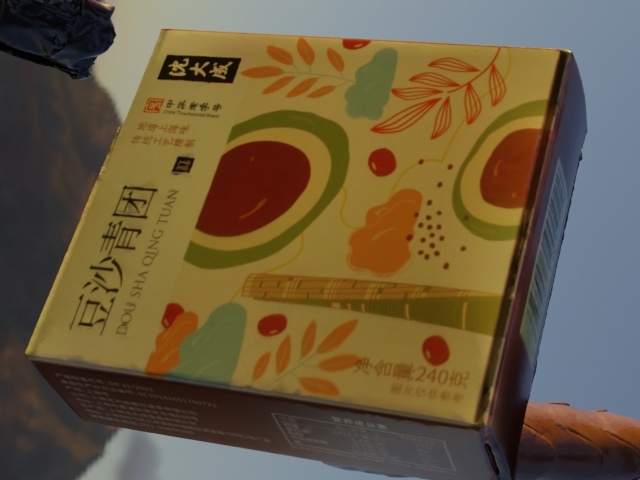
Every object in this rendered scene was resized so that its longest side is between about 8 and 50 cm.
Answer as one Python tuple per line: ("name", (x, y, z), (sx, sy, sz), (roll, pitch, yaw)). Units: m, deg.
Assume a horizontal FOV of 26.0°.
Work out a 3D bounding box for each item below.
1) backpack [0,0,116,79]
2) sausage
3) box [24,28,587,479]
("backpack", (-0.282, -0.235, 1.368), (0.106, 0.120, 0.165), (-47, 156, 13))
("sausage", (0.168, 0.185, 1.279), (0.088, 0.433, 0.088), (-17, -111, 54))
("box", (0.000, 0.000, 1.159), (0.122, 0.385, 0.344), (65, 36, -55))
